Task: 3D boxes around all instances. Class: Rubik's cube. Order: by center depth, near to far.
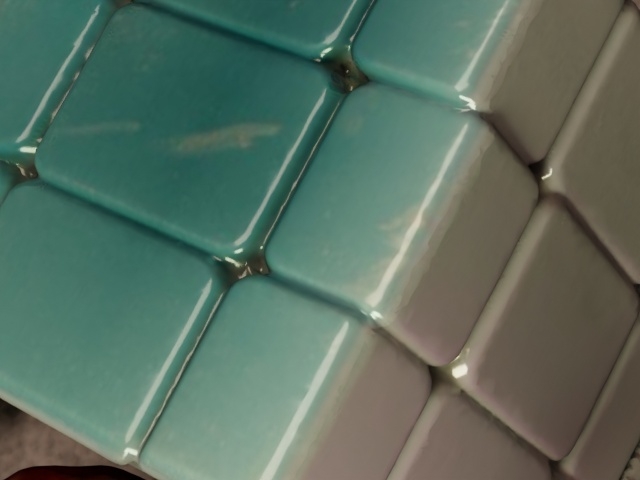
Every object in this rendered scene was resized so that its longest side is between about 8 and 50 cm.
[{"bbox_3d":[0.000,0.000,0.993,0.322,0.319,0.316,24,81,36],"label":"Rubik's cube"}]

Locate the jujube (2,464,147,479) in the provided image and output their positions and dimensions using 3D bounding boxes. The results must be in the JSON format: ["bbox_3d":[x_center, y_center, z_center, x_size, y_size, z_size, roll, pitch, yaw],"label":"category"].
[{"bbox_3d":[-0.186,0.301,0.983,0.377,0.276,0.276,-50,53,6],"label":"jujube"}]
